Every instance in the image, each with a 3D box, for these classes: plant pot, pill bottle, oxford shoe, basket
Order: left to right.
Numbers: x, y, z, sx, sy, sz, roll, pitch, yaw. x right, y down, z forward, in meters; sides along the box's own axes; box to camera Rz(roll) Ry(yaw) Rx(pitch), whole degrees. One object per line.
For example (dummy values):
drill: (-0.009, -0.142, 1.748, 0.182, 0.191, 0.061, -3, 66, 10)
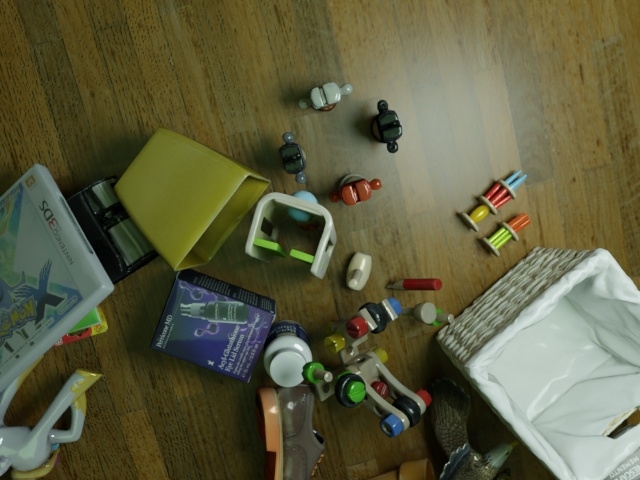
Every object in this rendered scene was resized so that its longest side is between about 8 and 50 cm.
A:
plant pot: (-0.244, -0.090, 1.180, 0.187, 0.212, 0.212, 39, 95, 4)
pill bottle: (-0.064, 0.222, 1.252, 0.094, 0.169, 0.094, -1, 99, -4)
oxford shoe: (-0.048, 0.468, 1.320, 0.133, 0.130, 0.363, -8, 106, -16)
plant pot: (0.145, 0.566, 1.323, 0.188, 0.205, 0.205, -11, 100, 13)
basket: (0.457, 0.227, 1.225, 0.328, 0.266, 0.331, -41, 96, -1)

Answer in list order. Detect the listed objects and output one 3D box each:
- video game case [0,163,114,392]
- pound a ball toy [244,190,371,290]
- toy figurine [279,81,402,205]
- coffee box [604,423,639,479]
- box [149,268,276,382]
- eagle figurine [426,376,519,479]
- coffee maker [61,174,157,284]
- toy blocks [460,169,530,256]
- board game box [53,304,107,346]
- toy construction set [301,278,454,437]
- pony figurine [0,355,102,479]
video game case: (-0.551, 0.074, 1.138, 0.329, 0.036, 0.300, -41, 66, 9)
pound a ball toy: (0.000, 0.000, 1.172, 0.208, 0.319, 0.135, 17, 87, 5)
toy figurine: (0.037, -0.184, 1.212, 0.209, 0.148, 0.213, 25, 99, -2)
coffee box: (0.589, 0.460, 1.298, 0.141, 0.246, 0.098, -35, 63, 2)
box: (-0.208, 0.164, 1.263, 0.207, 0.108, 0.153, 20, 98, -8)
eagle figurine: (0.293, 0.448, 1.289, 0.298, 0.226, 0.225, 42, 75, -23)
coffee maker: (-0.412, -0.008, 1.205, 0.171, 0.120, 0.178, -34, 93, -13)
toy blocks: (0.376, -0.058, 1.297, 0.148, 0.054, 0.123, -41, 99, 3)
board game box: (-0.523, 0.081, 1.265, 0.124, 0.039, 0.259, -17, 103, 0)
toy construction set: (0.092, 0.204, 1.256, 0.257, 0.237, 0.309, 48, 64, -23)
pony figurine: (-0.624, 0.389, 1.212, 0.351, 0.303, 0.363, 18, 83, -15)
